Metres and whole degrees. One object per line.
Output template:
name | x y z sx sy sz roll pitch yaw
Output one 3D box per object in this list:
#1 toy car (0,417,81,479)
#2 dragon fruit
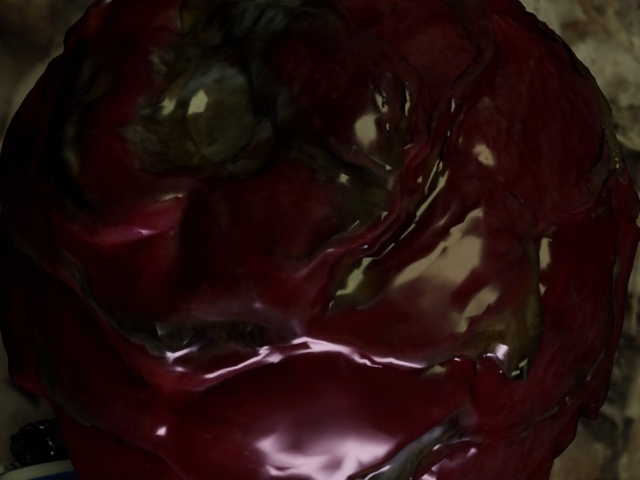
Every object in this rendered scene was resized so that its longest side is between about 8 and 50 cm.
toy car | -0.123 0.174 0.963 0.080 0.070 0.171 -7 83 -23
dragon fruit | -0.003 0.000 0.921 0.329 0.329 0.329 5 77 -22
